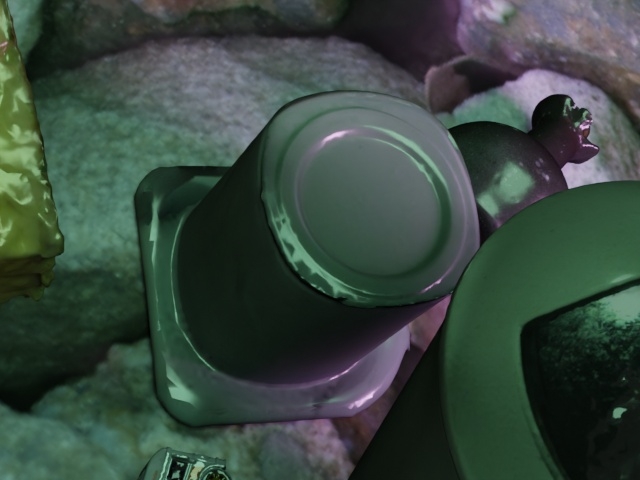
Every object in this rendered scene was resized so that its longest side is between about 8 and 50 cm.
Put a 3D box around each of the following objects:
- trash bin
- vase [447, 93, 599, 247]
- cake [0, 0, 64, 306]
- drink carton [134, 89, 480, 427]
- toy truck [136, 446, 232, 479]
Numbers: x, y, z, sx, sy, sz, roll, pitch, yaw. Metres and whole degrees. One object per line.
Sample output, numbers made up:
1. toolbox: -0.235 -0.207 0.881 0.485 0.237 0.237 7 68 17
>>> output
1. trash bin: 0.139 0.169 0.844 0.280 0.432 0.280 11 52 -15
2. vase: 0.141 -0.045 1.139 0.120 0.120 0.183 50 47 1
3. cake: -0.316 -0.038 0.878 0.286 0.222 0.228 -10 73 -24
4. drink carton: 0.000 0.000 1.019 0.191 0.189 0.186 1 65 -23
5. toy truck: -0.099 0.189 0.980 0.062 0.052 0.123 19 66 -8
